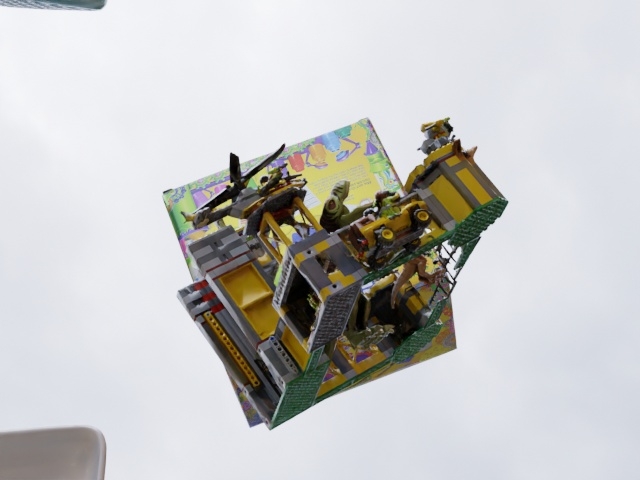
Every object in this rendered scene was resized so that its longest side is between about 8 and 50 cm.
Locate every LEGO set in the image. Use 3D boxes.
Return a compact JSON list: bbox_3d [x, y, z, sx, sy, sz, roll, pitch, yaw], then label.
[{"bbox_3d":[0.000,0.000,1.237,0.255,0.192,0.331,-30,-21,-19],"label":"LEGO set"}]

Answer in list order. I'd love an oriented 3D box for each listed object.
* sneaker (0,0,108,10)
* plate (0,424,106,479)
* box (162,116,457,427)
[{"bbox_3d":[-0.279,-0.293,1.059,0.319,0.127,0.208,-2,-81,-62],"label":"sneaker"},{"bbox_3d":[-0.261,0.261,0.876,0.277,0.278,0.045,-6,-23,19],"label":"plate"},{"bbox_3d":[-0.014,0.039,1.777,0.290,0.279,0.177,-20,-36,-5],"label":"box"}]
